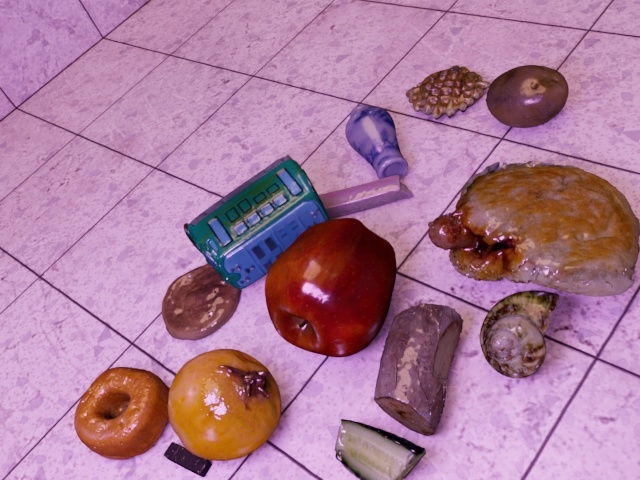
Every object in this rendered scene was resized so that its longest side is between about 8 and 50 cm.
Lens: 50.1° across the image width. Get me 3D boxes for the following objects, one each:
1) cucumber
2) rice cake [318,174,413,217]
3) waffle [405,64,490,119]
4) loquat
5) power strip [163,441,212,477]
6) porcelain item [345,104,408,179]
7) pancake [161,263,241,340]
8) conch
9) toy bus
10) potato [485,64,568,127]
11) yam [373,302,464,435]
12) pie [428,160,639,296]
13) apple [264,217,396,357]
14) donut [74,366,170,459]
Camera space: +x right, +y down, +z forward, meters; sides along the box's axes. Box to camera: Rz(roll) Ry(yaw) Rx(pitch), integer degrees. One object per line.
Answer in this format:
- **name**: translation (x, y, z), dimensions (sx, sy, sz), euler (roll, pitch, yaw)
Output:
- **cucumber**: translation (0.117, 0.412, 1.326), dimensions (0.193, 0.115, 0.086), euler (13, 13, 38)
- **rice cake**: translation (0.064, -0.104, 1.838), dimensions (0.365, 0.056, 0.072), euler (-13, 48, 13)
- **waffle**: translation (0.369, -0.439, 2.009), dimensions (0.224, 0.054, 0.204), euler (-29, 45, -5)
- **loquat**: translation (-0.195, 0.337, 1.424), dimensions (0.244, 0.243, 0.243), euler (-12, 46, 13)
- **power strip**: translation (-0.287, 0.473, 1.481), dimensions (0.111, 0.029, 0.038), euler (15, 57, 31)
- **porcelain item**: translation (0.155, -0.275, 1.907), dimensions (0.141, 0.141, 0.259), euler (-23, 54, 2)
- **pancake**: translation (-0.318, 0.149, 1.777), dimensions (0.242, 0.050, 0.241), euler (-12, 45, 13)
- **conch**: translation (0.393, 0.178, 1.364), dimensions (0.124, 0.187, 0.181), euler (28, 17, 0)
- **toy bus**: translation (-0.146, -0.034, 1.720), dimensions (0.344, 0.183, 0.199), euler (-36, 49, -3)
- **potato**: translation (0.543, -0.384, 1.819), dimensions (0.178, 0.160, 0.235), euler (-14, 25, -23)
- **yam**: translation (0.195, 0.251, 1.393), dimensions (0.154, 0.154, 0.254), euler (5, 56, 28)
- **pie**: translation (0.491, -0.023, 1.485), dimensions (0.418, 0.180, 0.395), euler (17, 42, 32)
- **apple**: translation (0.026, 0.106, 1.512), dimensions (0.288, 0.288, 0.316), euler (8, 44, 29)
- **donut**: translation (-0.450, 0.392, 1.570), dimensions (0.227, 0.113, 0.226), euler (-11, 48, 13)
